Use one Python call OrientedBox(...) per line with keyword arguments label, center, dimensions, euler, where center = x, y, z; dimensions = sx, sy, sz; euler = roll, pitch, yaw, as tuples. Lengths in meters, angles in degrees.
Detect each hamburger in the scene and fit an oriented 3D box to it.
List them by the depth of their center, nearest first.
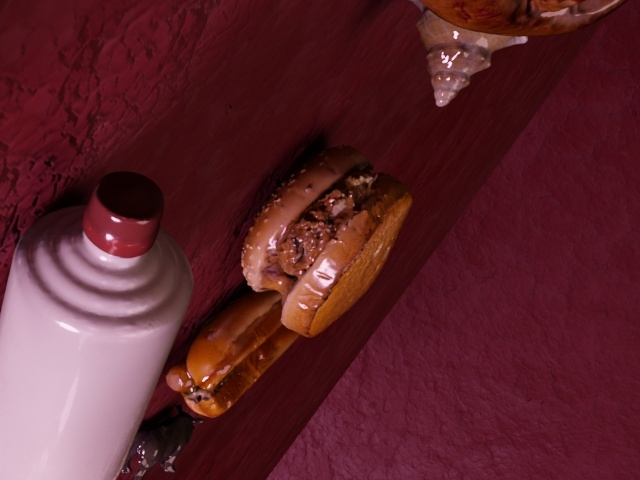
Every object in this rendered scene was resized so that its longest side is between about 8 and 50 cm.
OrientedBox(label="hamburger", center=(0.000, -0.003, 0.960), dimensions=(0.181, 0.118, 0.191), euler=(-60, 171, 15))

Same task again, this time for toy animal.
OrientedBox(label="toy animal", center=(-0.172, 0.223, 1.108), dimensions=(0.065, 0.047, 0.136), euler=(-65, 161, 13))

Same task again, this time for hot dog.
OrientedBox(label="hot dog", center=(-0.078, 0.098, 1.065), dimensions=(0.249, 0.068, 0.100), euler=(-41, 150, -56))

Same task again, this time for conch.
OrientedBox(label="conch", center=(0.116, -0.230, 0.829), dimensions=(0.137, 0.114, 0.233), euler=(-38, 128, -77))

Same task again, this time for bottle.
OrientedBox(label="bottle", center=(-0.142, 0.059, 0.600), dimensions=(0.104, 0.104, 0.245), euler=(-41, 163, -49))

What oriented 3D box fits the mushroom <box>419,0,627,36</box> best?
OrientedBox(label="mushroom", center=(0.147, -0.249, 0.662), dimensions=(0.253, 0.153, 0.253), euler=(-25, 131, -31))
